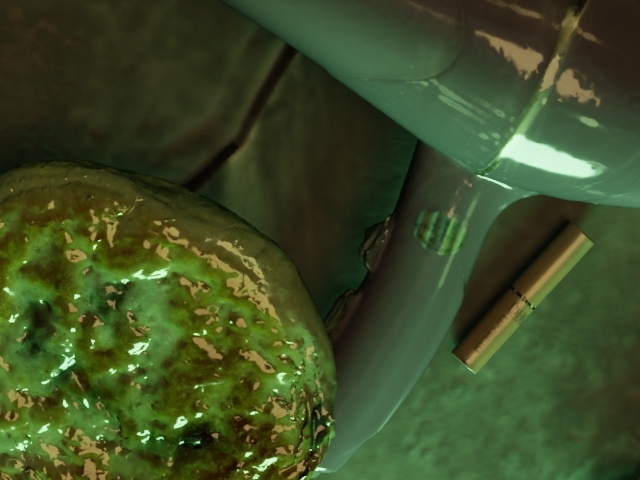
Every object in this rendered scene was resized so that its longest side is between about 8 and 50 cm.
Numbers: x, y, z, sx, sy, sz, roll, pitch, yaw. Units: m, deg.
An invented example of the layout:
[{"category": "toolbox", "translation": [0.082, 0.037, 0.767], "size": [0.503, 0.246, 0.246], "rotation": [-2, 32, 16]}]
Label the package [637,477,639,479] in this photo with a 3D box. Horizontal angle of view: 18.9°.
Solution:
[{"category": "package", "translation": [0.266, 0.212, 1.078], "size": [0.251, 0.062, 0.204], "rotation": [-11, 108, -14]}]

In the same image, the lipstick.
[{"category": "lipstick", "translation": [0.106, 0.030, 1.012], "size": [0.019, 0.019, 0.094], "rotation": [41, 93, -19]}]

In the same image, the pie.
[{"category": "pie", "translation": [-0.109, 0.073, 0.925], "size": [0.240, 0.054, 0.240], "rotation": [2, 111, 6]}]

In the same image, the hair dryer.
[{"category": "hair dryer", "translation": [0.000, 0.000, 0.945], "size": [0.301, 0.121, 0.361], "rotation": [23, 104, -9]}]
